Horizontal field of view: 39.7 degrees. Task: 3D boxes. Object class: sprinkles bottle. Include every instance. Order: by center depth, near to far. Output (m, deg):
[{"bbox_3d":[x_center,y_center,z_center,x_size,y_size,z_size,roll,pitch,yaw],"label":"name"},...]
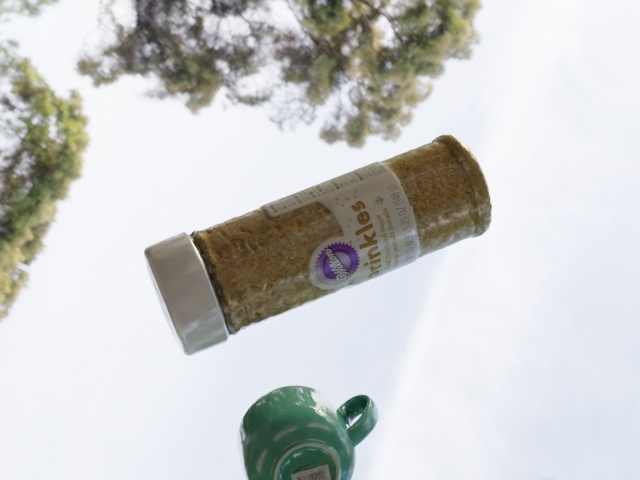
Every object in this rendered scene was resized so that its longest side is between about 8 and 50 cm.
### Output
[{"bbox_3d":[0.000,0.000,0.929,0.355,0.121,0.121,-22,-133,-12],"label":"sprinkles bottle"}]

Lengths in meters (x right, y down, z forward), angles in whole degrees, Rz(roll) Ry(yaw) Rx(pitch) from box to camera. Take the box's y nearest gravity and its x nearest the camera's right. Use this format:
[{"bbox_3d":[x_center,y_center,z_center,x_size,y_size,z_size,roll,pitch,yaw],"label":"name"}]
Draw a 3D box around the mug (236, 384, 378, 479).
[{"bbox_3d":[-0.018,0.230,0.997,0.158,0.129,0.097,-58,-162,5],"label":"mug"}]
